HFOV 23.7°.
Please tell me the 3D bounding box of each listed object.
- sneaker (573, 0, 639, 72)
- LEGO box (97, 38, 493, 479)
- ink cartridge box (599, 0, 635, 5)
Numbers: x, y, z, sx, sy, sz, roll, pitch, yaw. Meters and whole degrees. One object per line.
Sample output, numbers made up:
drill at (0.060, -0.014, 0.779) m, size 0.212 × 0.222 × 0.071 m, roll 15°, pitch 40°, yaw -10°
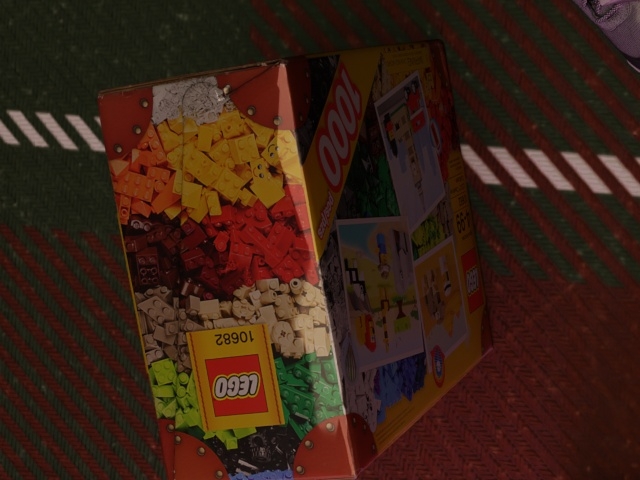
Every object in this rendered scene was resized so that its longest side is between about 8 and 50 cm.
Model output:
sneaker at (0.262, -0.277, 1.585) m, size 0.101 × 0.153 × 0.269 m, roll -35°, pitch 82°, yaw 52°
LEGO box at (0.000, 0.000, 1.550) m, size 0.193 × 0.500 × 0.373 m, roll -8°, pitch 97°, yaw 21°
ink cartridge box at (0.334, -0.356, 1.533) m, size 0.093 × 0.154 × 0.212 m, roll -21°, pitch 83°, yaw 58°
